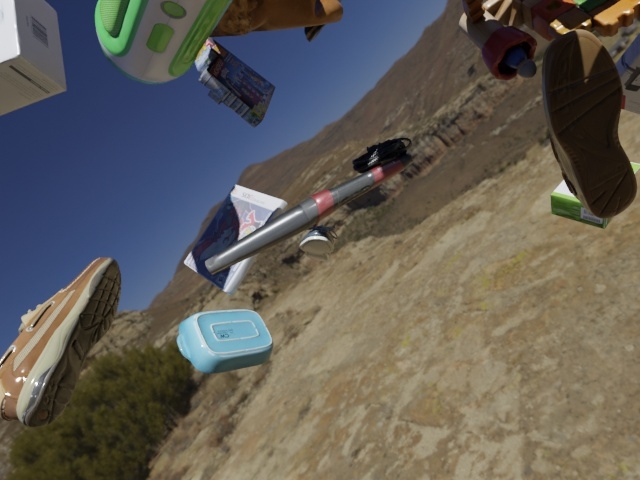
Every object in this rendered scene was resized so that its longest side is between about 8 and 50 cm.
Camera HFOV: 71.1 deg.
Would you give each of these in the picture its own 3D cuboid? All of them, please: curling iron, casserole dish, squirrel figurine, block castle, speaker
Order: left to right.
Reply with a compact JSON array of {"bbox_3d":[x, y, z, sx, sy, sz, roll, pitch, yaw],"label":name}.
[{"bbox_3d":[-0.151,-0.272,0.460,0.131,0.131,0.296,-47,18,-28],"label":"speaker"},{"bbox_3d":[-0.156,0.167,0.781,0.188,0.114,0.037,4,-48,-47],"label":"casserole dish"},{"bbox_3d":[-0.162,-0.583,0.816,0.397,0.281,0.371,-45,-42,-50],"label":"squirrel figurine"},{"bbox_3d":[-0.007,-0.038,0.510,0.274,0.035,0.068,-35,23,-11],"label":"curling iron"},{"bbox_3d":[0.431,-0.486,0.693,0.453,0.213,0.303,-33,-34,12],"label":"block castle"}]

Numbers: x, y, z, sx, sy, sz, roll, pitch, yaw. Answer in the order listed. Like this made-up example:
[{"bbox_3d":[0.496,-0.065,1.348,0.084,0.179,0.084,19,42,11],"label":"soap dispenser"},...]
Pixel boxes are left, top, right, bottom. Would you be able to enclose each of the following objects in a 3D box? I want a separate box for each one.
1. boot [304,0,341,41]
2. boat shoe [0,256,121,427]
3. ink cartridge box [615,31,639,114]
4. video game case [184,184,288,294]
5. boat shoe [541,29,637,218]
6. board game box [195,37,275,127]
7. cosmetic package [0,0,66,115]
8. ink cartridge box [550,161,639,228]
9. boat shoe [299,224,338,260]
[{"bbox_3d":[-0.021,-0.574,1.036,0.077,0.137,0.198,-14,45,62],"label":"boot"},{"bbox_3d":[-0.450,0.149,0.765,0.324,0.119,0.123,-84,2,-51],"label":"boat shoe"},{"bbox_3d":[0.665,-0.341,0.909,0.150,0.109,0.063,100,-170,-59],"label":"ink cartridge box"},{"bbox_3d":[-0.173,-0.010,0.890,0.183,0.023,0.201,22,78,47],"label":"video game case"},{"bbox_3d":[0.461,-0.203,0.807,0.123,0.342,0.123,-30,22,9],"label":"boat shoe"},{"bbox_3d":[-0.201,-0.347,0.974,0.060,0.194,0.194,-40,25,29],"label":"board game box"},{"bbox_3d":[-0.706,-0.415,0.976,0.224,0.224,0.138,-17,-15,6],"label":"cosmetic package"},{"bbox_3d":[0.967,-0.179,1.571,0.255,0.097,0.188,-41,42,-19],"label":"ink cartridge box"},{"bbox_3d":[0.000,0.000,1.233,0.254,0.095,0.079,67,-147,-76],"label":"boat shoe"}]
